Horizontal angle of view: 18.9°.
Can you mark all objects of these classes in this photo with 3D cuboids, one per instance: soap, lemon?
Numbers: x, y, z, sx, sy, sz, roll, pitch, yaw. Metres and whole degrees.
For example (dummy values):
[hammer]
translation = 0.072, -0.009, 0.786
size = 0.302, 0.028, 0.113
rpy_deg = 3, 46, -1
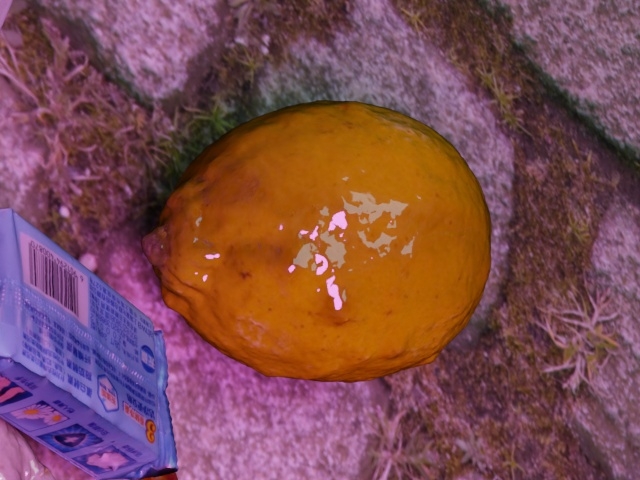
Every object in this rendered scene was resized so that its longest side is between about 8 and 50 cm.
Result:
[soap]
translation = -0.222, 0.087, 1.590
size = 0.293, 0.077, 0.156
rpy_deg = 46, 31, -50
[lemon]
translation = 0.007, -0.001, 1.780
size = 0.316, 0.285, 0.285
rpy_deg = 39, 46, -42

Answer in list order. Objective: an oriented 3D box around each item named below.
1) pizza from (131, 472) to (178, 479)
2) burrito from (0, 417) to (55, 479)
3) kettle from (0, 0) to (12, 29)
[pizza]
translation = -0.125, 0.283, 1.664
size = 0.201, 0.053, 0.193
rpy_deg = -16, 80, -46
[burrito]
translation = -0.303, 0.163, 1.549
size = 0.392, 0.076, 0.117
rpy_deg = 54, 44, -5
[kettle]
translation = -0.425, -0.250, 1.534
size = 0.342, 0.247, 0.319
rpy_deg = 13, 56, -28
